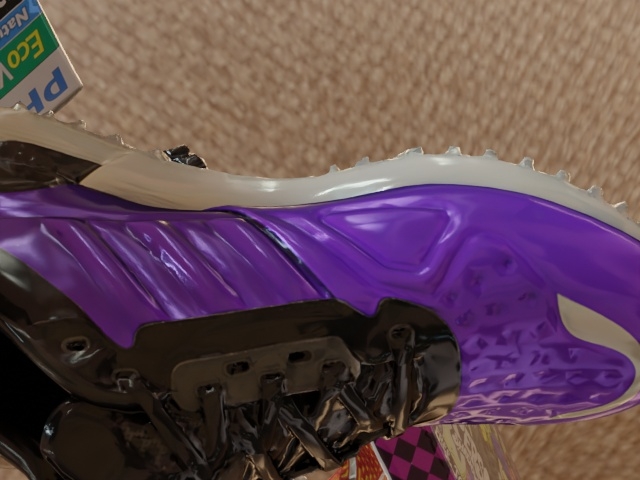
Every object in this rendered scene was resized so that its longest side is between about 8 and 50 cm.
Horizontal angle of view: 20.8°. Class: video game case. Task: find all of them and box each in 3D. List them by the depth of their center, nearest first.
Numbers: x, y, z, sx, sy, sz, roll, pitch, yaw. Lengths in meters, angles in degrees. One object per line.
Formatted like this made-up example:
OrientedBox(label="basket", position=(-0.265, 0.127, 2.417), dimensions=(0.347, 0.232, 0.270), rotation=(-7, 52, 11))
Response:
OrientedBox(label="video game case", position=(0.088, 0.150, 1.071), dimensions=(0.042, 0.210, 0.232), rotation=(-21, 110, 11))

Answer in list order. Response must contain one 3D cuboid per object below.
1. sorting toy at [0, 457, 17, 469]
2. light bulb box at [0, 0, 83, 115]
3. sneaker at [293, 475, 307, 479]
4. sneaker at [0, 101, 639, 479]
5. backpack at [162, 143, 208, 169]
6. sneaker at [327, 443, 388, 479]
OrientedBox(label="sorting toy", position=(-0.331, 0.134, 1.644), dimensions=(0.046, 0.132, 0.274), rotation=(-26, 62, 43))
OrientedBox(label="light bulb box", position=(-0.433, -0.241, 1.410), dimensions=(0.225, 0.361, 0.358), rotation=(-44, 52, -19))
OrientedBox(label="sneaker", position=(-0.051, 0.200, 1.289), dimensions=(0.129, 0.111, 0.297), rotation=(21, 87, 27))
OrientedBox(label="sneaker", position=(-0.026, 0.045, 0.566), dimensions=(0.293, 0.102, 0.146), rotation=(6, 43, 4))
OrientedBox(label="backpack", position=(-0.089, 0.028, 0.836), dimensions=(0.105, 0.114, 0.084), rotation=(-14, 47, -18))
OrientedBox(label="sneaker", position=(0.038, 0.226, 1.590), dimensions=(0.064, 0.067, 0.175), rotation=(49, 132, 17))
